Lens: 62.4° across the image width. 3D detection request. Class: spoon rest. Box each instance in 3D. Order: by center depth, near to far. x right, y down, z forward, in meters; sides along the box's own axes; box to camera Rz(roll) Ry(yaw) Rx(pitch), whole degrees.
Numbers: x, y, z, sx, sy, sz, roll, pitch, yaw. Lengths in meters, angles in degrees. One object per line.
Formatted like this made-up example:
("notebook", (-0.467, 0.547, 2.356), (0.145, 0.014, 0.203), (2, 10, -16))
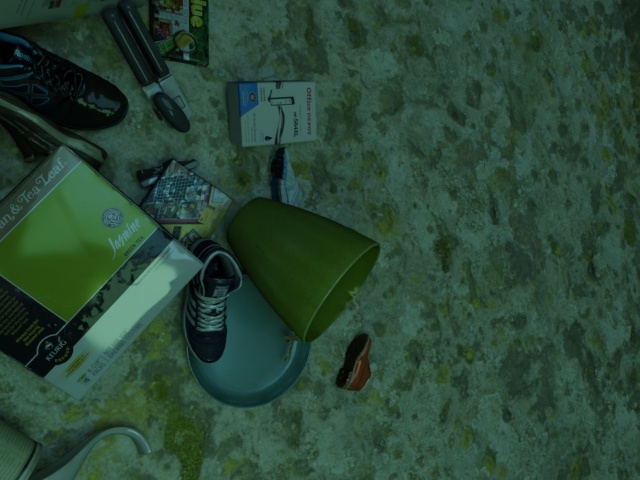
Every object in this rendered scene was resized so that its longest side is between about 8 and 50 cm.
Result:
("spoon rest", (-0.486, 0.443, 1.058), (0.276, 0.137, 0.084), (-11, 79, -43))

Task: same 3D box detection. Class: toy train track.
("toy train track", (-0.075, 0.256, 1.294), (0.048, 0.014, 0.083), (15, 86, -35))

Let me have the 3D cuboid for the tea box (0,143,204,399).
("tea box", (-0.462, 0.047, 0.984), (0.329, 0.220, 0.323), (-48, 114, -10))

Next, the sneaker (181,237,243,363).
("sneaker", (-0.229, 0.140, 1.125), (0.099, 0.153, 0.282), (-3, 96, -28))

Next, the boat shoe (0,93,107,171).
("boat shoe", (-0.565, -0.199, 1.051), (0.257, 0.095, 0.095), (29, 81, -25))

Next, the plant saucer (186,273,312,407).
("plant saucer", (-0.169, 0.238, 1.274), (0.318, 0.044, 0.317), (1, 88, -28))

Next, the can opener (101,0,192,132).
("can opener", (-0.355, -0.363, 1.134), (0.076, 0.095, 0.283), (-38, 130, -19))

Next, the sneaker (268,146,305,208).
("sneaker", (-0.080, -0.139, 1.332), (0.083, 0.071, 0.190), (-8, 100, -35))

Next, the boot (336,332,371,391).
("boot", (0.108, 0.329, 1.416), (0.085, 0.059, 0.157), (27, 84, -28))

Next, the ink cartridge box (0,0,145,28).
("ink cartridge box", (-0.524, -0.571, 0.970), (0.385, 0.160, 0.279), (-38, 98, -44))

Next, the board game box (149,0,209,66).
("board game box", (-0.328, -0.545, 1.231), (0.136, 0.030, 0.259), (0, 88, -31))

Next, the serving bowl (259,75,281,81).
("serving bowl", (-0.118, -0.376, 1.338), (0.083, 0.027, 0.083), (1, 88, -29))

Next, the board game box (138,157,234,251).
("board game box", (-0.326, -0.036, 1.171), (0.165, 0.042, 0.243), (35, 84, -24))

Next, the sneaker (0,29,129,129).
("sneaker", (-0.549, -0.315, 1.037), (0.341, 0.140, 0.125), (16, 80, -28))

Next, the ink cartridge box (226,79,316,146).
("ink cartridge box", (-0.115, -0.311, 1.284), (0.203, 0.086, 0.148), (-12, 111, -28))

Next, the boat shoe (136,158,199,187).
("boat shoe", (-0.344, -0.161, 1.194), (0.142, 0.049, 0.040), (-26, 100, -25))

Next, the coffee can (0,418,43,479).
("coffee can", (-0.664, 0.366, 0.908), (0.275, 0.201, 0.201), (45, 69, -20))

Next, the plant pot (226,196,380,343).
("plant pot", (-0.061, 0.035, 1.203), (0.294, 0.274, 0.275), (37, 67, 16))
